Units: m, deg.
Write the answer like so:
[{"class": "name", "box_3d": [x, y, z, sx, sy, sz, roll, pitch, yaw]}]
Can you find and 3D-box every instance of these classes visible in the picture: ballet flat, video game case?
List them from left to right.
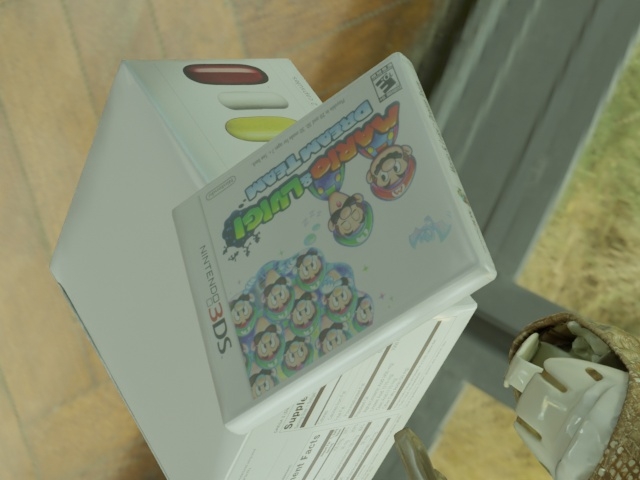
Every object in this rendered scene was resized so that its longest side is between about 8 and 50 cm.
[{"class": "video game case", "box_3d": [0.000, 0.000, 0.735, 0.157, 0.143, 0.019, -34, 141, 20]}, {"class": "ballet flat", "box_3d": [0.105, 0.071, 0.580, 0.067, 0.206, 0.073, 25, 94, -1]}]

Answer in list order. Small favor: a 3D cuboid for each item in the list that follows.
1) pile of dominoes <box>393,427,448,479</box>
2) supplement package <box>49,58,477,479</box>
[{"class": "pile of dominoes", "box_3d": [0.086, 0.219, 0.634, 0.040, 0.196, 0.251, -25, 133, 8]}, {"class": "supplement package", "box_3d": [-0.053, 0.030, 1.018, 0.145, 0.262, 0.204, -7, 137, -37]}]
